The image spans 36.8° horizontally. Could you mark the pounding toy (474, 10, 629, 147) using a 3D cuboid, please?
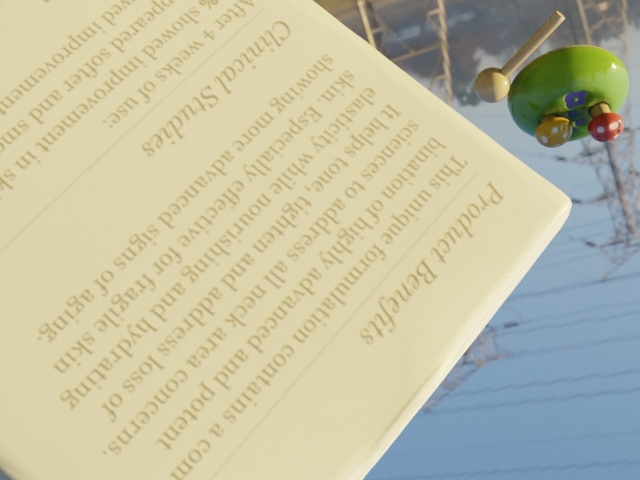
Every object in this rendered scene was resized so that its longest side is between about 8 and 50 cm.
[{"bbox_3d":[0.362,-0.199,1.427,0.183,0.237,0.110,-35,-137,33],"label":"pounding toy"}]

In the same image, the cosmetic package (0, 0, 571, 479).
[{"bbox_3d":[-0.118,0.024,0.668,0.329,0.394,0.327,-47,171,-20],"label":"cosmetic package"}]
